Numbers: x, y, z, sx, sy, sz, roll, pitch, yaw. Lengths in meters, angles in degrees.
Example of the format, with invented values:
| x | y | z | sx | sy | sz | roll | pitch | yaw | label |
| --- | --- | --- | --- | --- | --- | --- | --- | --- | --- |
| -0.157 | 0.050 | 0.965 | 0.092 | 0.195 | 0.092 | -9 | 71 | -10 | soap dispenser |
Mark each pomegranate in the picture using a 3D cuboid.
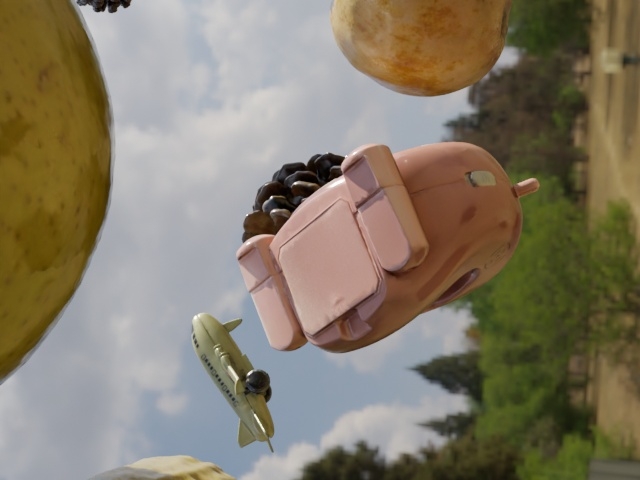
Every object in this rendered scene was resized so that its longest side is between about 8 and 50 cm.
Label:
| x | y | z | sx | sy | sz | roll | pitch | yaw | label |
| --- | --- | --- | --- | --- | --- | --- | --- | --- | --- |
| 0.106 | -0.254 | 1.326 | 0.207 | 0.207 | 0.207 | 5 | -90 | -77 | pomegranate |

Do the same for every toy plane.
| x | y | z | sx | sy | sz | roll | pitch | yaw | label |
| --- | --- | --- | --- | --- | --- | --- | --- | --- | --- |
| -0.131 | 0.217 | 1.982 | 0.229 | 0.092 | 0.244 | 84 | 162 | -70 | toy plane |

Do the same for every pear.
| x | y | z | sx | sy | sz | roll | pitch | yaw | label |
| --- | --- | --- | --- | --- | --- | --- | --- | --- | --- |
| -0.296 | -0.060 | 0.751 | 0.418 | 0.362 | 0.362 | -71 | -17 | -72 | pear |

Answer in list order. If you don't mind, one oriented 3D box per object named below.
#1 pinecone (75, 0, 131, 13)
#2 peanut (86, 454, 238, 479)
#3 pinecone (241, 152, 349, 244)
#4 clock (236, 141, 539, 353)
| x | y | z | sx | sy | sz | roll | pitch | yaw | label |
| --- | --- | --- | --- | --- | --- | --- | --- | --- | --- |
| -0.272 | -0.328 | 1.535 | 0.109 | 0.102 | 0.102 | 68 | -151 | -65 | pinecone |
| -0.158 | 0.267 | 1.056 | 0.158 | 0.174 | 0.340 | 54 | -172 | 15 | peanut |
| 0.002 | 0.003 | 1.384 | 0.184 | 0.179 | 0.204 | 66 | -157 | -21 | pinecone |
| 0.084 | 0.011 | 1.158 | 0.241 | 0.227 | 0.142 | -9 | -111 | -44 | clock |
